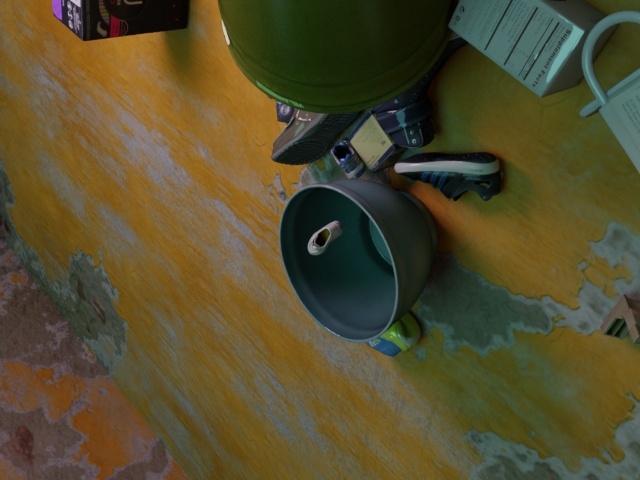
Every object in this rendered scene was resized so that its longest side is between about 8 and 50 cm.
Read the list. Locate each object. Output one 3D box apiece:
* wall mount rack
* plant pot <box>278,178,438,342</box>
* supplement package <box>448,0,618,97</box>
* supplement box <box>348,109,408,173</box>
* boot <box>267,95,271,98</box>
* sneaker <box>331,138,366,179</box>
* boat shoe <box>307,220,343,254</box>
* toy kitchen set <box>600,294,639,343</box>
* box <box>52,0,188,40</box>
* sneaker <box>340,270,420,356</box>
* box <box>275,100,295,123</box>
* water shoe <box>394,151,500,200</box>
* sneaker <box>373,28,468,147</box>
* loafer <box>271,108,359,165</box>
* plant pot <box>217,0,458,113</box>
[{"bbox_3d":[0.477,-0.146,0.755,0.350,0.130,0.304,61,146,7],"label":"wall mount rack"},{"bbox_3d":[0.091,0.013,1.222,0.293,0.196,0.293,25,127,39],"label":"plant pot"},{"bbox_3d":[0.287,-0.295,0.911,0.179,0.105,0.105,46,135,23],"label":"supplement package"},{"bbox_3d":[0.110,-0.184,1.213,0.083,0.056,0.083,57,141,12],"label":"supplement box"},{"bbox_3d":[-0.043,-0.315,1.263,0.208,0.190,0.076,-12,143,44],"label":"boot"},{"bbox_3d":[0.047,-0.168,1.257,0.058,0.052,0.135,46,-169,-31],"label":"sneaker"},{"bbox_3d":[0.000,0.000,1.135,0.100,0.035,0.035,-38,79,50],"label":"boat shoe"},{"bbox_3d":[0.463,0.137,0.962,0.068,0.083,0.075,13,129,-3],"label":"toy kitchen set"},{"bbox_3d":[-0.443,-0.563,1.491,0.143,0.270,0.165,40,135,29],"label":"box"},{"bbox_3d":[0.093,0.146,1.373,0.240,0.091,0.126,50,140,18],"label":"sneaker"},{"bbox_3d":[-0.066,-0.288,1.395,0.067,0.018,0.083,20,123,42],"label":"box"},{"bbox_3d":[0.209,-0.103,1.127,0.203,0.072,0.080,8,117,48],"label":"water shoe"},{"bbox_3d":[0.177,-0.247,1.088,0.226,0.086,0.164,-18,103,43],"label":"sneaker"},{"bbox_3d":[-0.014,-0.233,1.322,0.251,0.094,0.088,-34,57,42],"label":"loafer"},{"bbox_3d":[0.005,-0.398,0.849,0.367,0.366,0.353,56,180,12],"label":"plant pot"}]
